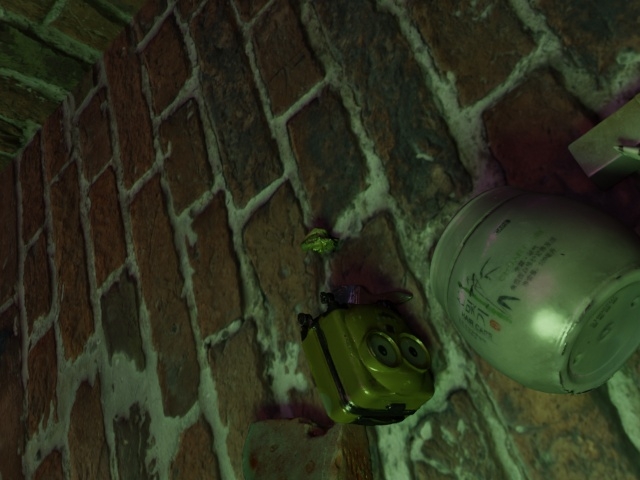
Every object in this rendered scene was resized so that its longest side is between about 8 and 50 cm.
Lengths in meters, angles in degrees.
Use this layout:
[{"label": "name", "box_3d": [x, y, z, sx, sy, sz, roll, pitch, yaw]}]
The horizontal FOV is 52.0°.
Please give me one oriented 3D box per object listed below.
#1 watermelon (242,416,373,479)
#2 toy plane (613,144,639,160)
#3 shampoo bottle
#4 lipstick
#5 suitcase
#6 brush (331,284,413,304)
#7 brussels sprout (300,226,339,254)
[{"label": "watermelon", "box_3d": [-0.012, 0.422, 1.254, 0.226, 0.148, 0.318, -54, 31, -11]}, {"label": "toy plane", "box_3d": [0.552, -0.103, 0.952, 0.234, 0.082, 0.159, 21, 97, 32]}, {"label": "shampoo bottle", "box_3d": [0.322, 0.066, 0.963, 0.266, 0.273, 0.272, 38, 101, 47]}, {"label": "lipstick", "box_3d": [0.562, -0.219, 0.989, 0.371, 0.080, 0.076, -38, 53, 26]}, {"label": "suitcase", "box_3d": [0.087, 0.208, 1.171, 0.143, 0.194, 0.234, -47, 49, 31]}, {"label": "brush", "box_3d": [0.099, 0.118, 1.314, 0.196, 0.021, 0.070, -9, 71, 39]}, {"label": "brussels sprout", "box_3d": [0.000, 0.000, 1.415, 0.085, 0.085, 0.058, 9, 88, 43]}]
